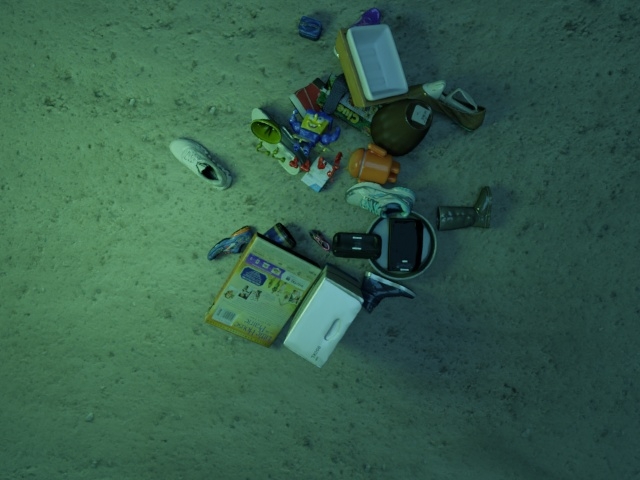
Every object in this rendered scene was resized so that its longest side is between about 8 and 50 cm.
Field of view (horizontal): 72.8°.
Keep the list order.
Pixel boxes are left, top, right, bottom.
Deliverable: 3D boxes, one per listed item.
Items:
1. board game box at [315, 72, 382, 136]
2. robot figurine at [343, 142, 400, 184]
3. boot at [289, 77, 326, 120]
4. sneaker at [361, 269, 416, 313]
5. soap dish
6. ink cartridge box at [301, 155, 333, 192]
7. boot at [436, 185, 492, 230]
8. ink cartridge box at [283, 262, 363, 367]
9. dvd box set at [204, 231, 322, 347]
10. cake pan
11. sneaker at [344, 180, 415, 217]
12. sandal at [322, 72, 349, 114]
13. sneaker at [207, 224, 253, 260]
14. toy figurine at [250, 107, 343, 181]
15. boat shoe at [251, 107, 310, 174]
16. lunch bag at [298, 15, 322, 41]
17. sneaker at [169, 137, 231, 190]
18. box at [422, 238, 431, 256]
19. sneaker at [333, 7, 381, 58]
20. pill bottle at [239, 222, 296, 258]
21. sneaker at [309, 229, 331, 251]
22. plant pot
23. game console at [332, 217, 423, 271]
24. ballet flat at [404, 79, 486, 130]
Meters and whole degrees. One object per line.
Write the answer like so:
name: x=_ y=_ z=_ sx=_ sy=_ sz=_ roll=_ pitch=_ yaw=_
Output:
board game box: x=0.121 y=-0.538 z=1.733 sx=0.259 sy=0.030 sz=0.136 roll=29 pitch=85 yaw=-13
robot figurine: x=0.207 y=-0.299 z=1.738 sx=0.219 sy=0.158 sz=0.128 roll=14 pitch=78 yaw=1
boot: x=0.008 y=-0.527 z=1.751 sx=0.176 sy=0.088 sz=0.244 roll=-32 pitch=89 yaw=3
sneaker: x=0.266 y=0.239 z=1.792 sx=0.226 sy=0.086 sz=0.163 roll=21 pitch=87 yaw=7
soap dish: x=0.191 y=-0.655 z=1.643 sx=0.229 sy=0.118 sz=0.291 roll=-23 pitch=97 yaw=-31
ink cartridge box: x=-0.008 y=-0.271 z=1.785 sx=0.088 sy=0.052 sz=0.122 roll=38 pitch=96 yaw=-1
boot: x=0.584 y=-0.130 z=1.772 sx=0.208 sy=0.076 sz=0.190 roll=3 pitch=92 yaw=9
ink cartridge box: x=0.017 y=0.263 z=1.654 sx=0.166 sy=0.395 sz=0.285 roll=31 pitch=94 yaw=-1
dvd box set: x=-0.231 y=0.210 z=1.750 sx=0.307 sy=0.062 sz=0.420 roll=28 pitch=104 yaw=-21
cake pan: x=0.327 y=0.015 z=1.781 sx=0.293 sy=0.054 sz=0.293 roll=0 pitch=92 yaw=8
sneaker: x=0.228 y=-0.154 z=1.718 sx=0.283 sy=0.110 sz=0.122 roll=4 pitch=52 yaw=16
sandal: x=0.063 y=-0.571 z=1.688 sx=0.067 sy=0.040 sz=0.179 roll=31 pitch=97 yaw=-7
sneaker: x=-0.375 y=0.027 z=1.810 sx=0.221 sy=0.083 sz=0.087 roll=-31 pitch=99 yaw=7
toy figurine: x=-0.055 y=-0.409 z=1.655 sx=0.362 sy=0.191 sz=0.217 roll=22 pitch=65 yaw=11
boat shoe: x=-0.162 y=-0.413 z=1.776 sx=0.099 sy=0.116 sz=0.319 roll=-34 pitch=84 yaw=-39
lunch bag: x=-0.039 y=-0.846 z=1.736 sx=0.098 sy=0.065 sz=0.067 roll=17 pitch=95 yaw=1
sneaker: x=-0.496 y=-0.319 z=1.769 sx=0.292 sy=0.118 sz=0.110 roll=37 pitch=97 yaw=1
box: x=0.429 y=0.028 z=1.809 sx=0.083 sy=0.018 sz=0.067 roll=18 pitch=95 yaw=1
sneaker: x=0.151 y=-0.823 z=1.712 sx=0.095 sy=0.104 sz=0.236 roll=45 pitch=94 yaw=0
pill bottle: x=-0.218 y=0.036 z=1.782 sx=0.219 sy=0.123 sz=0.123 roll=-38 pitch=92 yaw=4
sneaker: x=0.000 y=0.000 z=1.804 sx=0.119 sy=0.057 sz=0.047 roll=43 pitch=97 yaw=0
plant pot: x=0.329 y=-0.447 z=1.648 sx=0.215 sy=0.230 sz=0.215 roll=0 pitch=91 yaw=-12
game console: x=0.228 y=0.011 z=1.748 sx=0.361 sy=0.044 sz=0.213 roll=3 pitch=91 yaw=8
ballet flat: x=0.495 y=-0.551 z=1.701 sx=0.342 sy=0.124 sz=0.116 roll=27 pitch=51 yaw=-1
